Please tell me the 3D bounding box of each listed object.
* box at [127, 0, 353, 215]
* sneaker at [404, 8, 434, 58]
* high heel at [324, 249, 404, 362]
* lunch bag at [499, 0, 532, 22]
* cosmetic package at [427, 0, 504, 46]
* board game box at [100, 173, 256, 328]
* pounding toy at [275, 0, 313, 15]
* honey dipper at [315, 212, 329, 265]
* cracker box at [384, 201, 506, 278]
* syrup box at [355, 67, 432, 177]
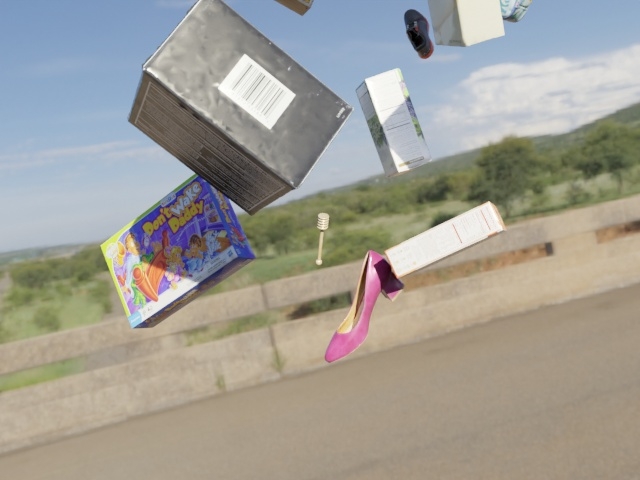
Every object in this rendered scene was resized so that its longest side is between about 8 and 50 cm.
[{"bbox_3d":[-0.148,-0.215,1.309,0.183,0.296,0.294,-55,12,-17],"label":"box"},{"bbox_3d":[0.252,-0.554,2.032,0.061,0.158,0.065,-33,-29,27],"label":"sneaker"},{"bbox_3d":[0.069,0.140,1.631,0.244,0.117,0.082,-46,23,-7],"label":"high heel"},{"bbox_3d":[0.466,-0.672,1.937,0.090,0.219,0.176,-7,40,-48],"label":"lunch bag"},{"bbox_3d":[0.320,-0.618,1.795,0.113,0.309,0.160,-18,19,-13],"label":"cosmetic package"},{"bbox_3d":[-0.346,0.027,1.838,0.347,0.233,0.078,-34,-19,23],"label":"board game box"},{"bbox_3d":[-0.065,-0.735,2.164,0.130,0.141,0.100,25,-11,-17],"label":"pounding toy"},{"bbox_3d":[0.000,0.000,2.106,0.030,0.160,0.030,5,33,-3],"label":"honey dipper"},{"bbox_3d":[0.260,0.000,1.584,0.232,0.067,0.156,-25,-7,14],"label":"cracker box"},{"bbox_3d":[0.175,-0.278,1.856,0.096,0.237,0.093,-21,0,-13],"label":"syrup box"}]
